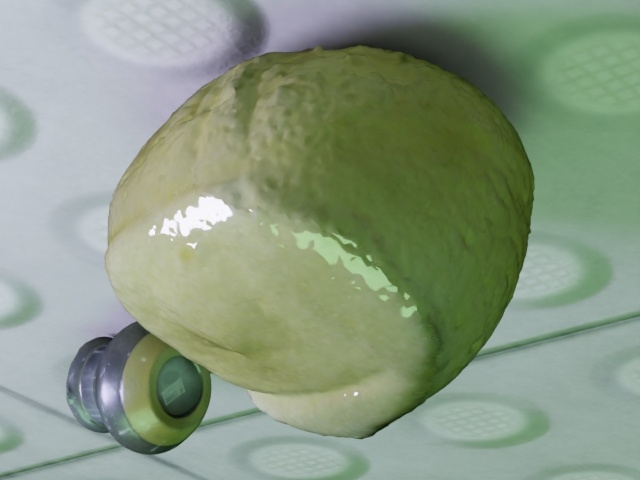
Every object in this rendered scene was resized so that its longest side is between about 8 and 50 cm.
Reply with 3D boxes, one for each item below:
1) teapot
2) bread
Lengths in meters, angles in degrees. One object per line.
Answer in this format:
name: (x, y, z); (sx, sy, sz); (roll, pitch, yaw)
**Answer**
teapot: (-0.163, 0.137, 1.878); (0.119, 0.130, 0.165); (-2, -171, 44)
bread: (0.003, -0.009, 1.441); (0.320, 0.237, 0.320); (12, 144, 9)
